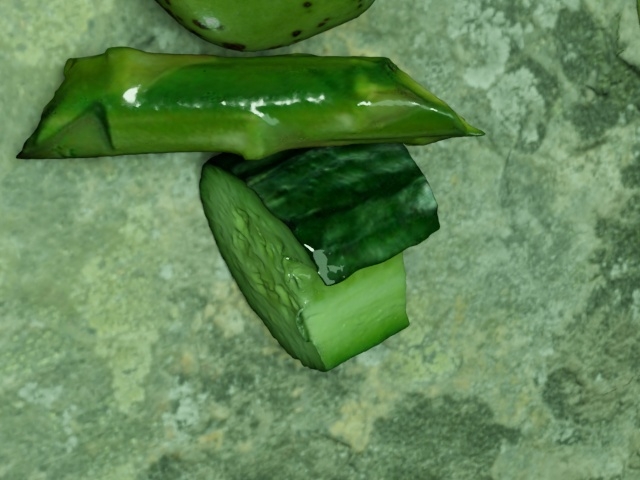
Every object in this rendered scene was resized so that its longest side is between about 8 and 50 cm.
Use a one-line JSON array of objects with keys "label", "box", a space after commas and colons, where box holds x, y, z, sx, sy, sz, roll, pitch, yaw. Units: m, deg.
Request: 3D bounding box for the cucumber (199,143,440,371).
[{"label": "cucumber", "box": [-0.005, -0.004, 1.228, 0.130, 0.191, 0.191, -20, 116, -20]}]

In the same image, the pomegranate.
[{"label": "pomegranate", "box": [-0.026, -0.236, 1.128, 0.214, 0.214, 0.248, -63, 157, 4]}]

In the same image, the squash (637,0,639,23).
[{"label": "squash", "box": [0.404, -0.236, 1.438, 0.252, 0.049, 0.252, -11, 113, -26]}]

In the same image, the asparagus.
[{"label": "asparagus", "box": [-0.053, -0.099, 1.140, 0.343, 0.082, 0.085, -3, 84, 4]}]
